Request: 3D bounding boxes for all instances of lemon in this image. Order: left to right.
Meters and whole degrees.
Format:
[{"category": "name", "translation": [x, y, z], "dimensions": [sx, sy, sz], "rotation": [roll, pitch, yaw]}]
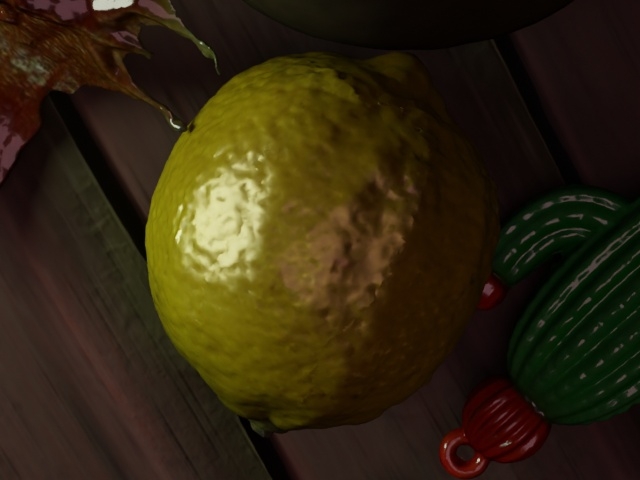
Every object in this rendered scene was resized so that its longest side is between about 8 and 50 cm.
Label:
[{"category": "lemon", "translation": [0.000, 0.000, 0.976], "dimensions": [0.192, 0.192, 0.231], "rotation": [21, 95, -10]}]

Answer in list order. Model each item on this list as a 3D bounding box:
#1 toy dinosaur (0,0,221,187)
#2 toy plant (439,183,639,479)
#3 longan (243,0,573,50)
[{"category": "toy dinosaur", "translation": [-0.152, -0.115, 0.904], "dimensions": [0.327, 0.113, 0.206], "rotation": [-20, 120, 42]}, {"category": "toy plant", "translation": [0.169, 0.041, 1.059], "dimensions": [0.240, 0.088, 0.154], "rotation": [-18, 90, 8]}, {"category": "longan", "translation": [0.045, -0.235, 0.882], "dimensions": [0.297, 0.297, 0.297], "rotation": [-1, 100, -6]}]
